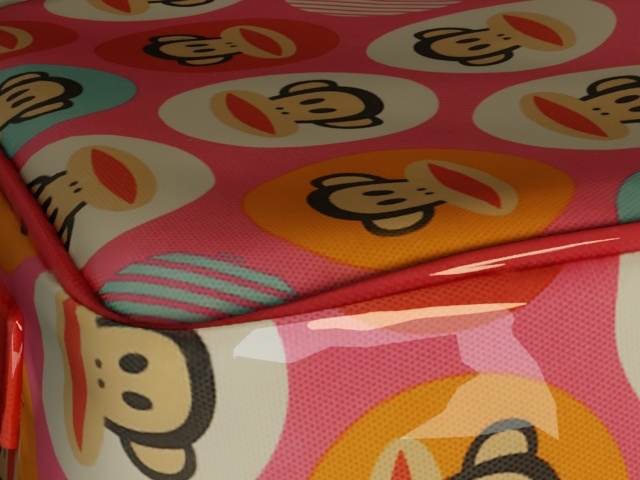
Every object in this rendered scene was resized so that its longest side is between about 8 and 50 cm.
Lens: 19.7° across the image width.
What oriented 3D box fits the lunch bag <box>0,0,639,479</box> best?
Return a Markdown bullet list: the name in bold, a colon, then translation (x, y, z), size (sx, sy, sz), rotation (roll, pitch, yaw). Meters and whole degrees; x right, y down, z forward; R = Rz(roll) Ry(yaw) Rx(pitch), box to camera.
- **lunch bag**: translation (0.000, 0.000, 0.472), size (0.258, 0.293, 0.120), rotation (-7, 110, -15)
